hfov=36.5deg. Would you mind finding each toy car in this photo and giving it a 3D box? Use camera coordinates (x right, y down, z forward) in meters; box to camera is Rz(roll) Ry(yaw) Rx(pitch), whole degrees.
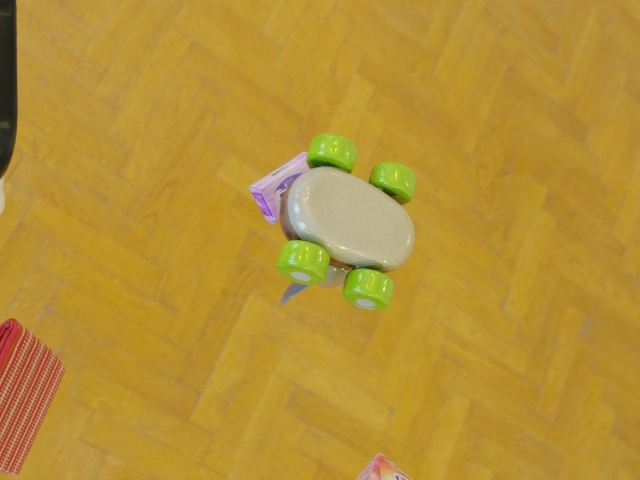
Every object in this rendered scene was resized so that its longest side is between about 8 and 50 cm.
[{"bbox_3d":[0.000,0.000,1.063,0.148,0.188,0.155,23,65,-19],"label":"toy car"}]

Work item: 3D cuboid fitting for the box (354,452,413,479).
[{"bbox_3d":[0.019,0.412,1.102,0.142,0.154,0.300,40,102,4],"label":"box"}]

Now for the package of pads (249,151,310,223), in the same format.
[{"bbox_3d":[-0.037,-0.062,1.133,0.083,0.032,0.050,-36,112,-23],"label":"package of pads"}]

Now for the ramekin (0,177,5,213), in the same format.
[{"bbox_3d":[-0.662,-0.134,1.621,0.277,0.277,0.135,5,111,-28],"label":"ramekin"}]

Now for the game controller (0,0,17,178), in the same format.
[{"bbox_3d":[-0.239,-0.169,0.522,0.166,0.067,0.319,-15,113,-54],"label":"game controller"}]

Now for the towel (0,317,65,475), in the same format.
[{"bbox_3d":[-0.458,0.238,1.436,0.031,0.275,0.199,19,71,8],"label":"towel"}]
